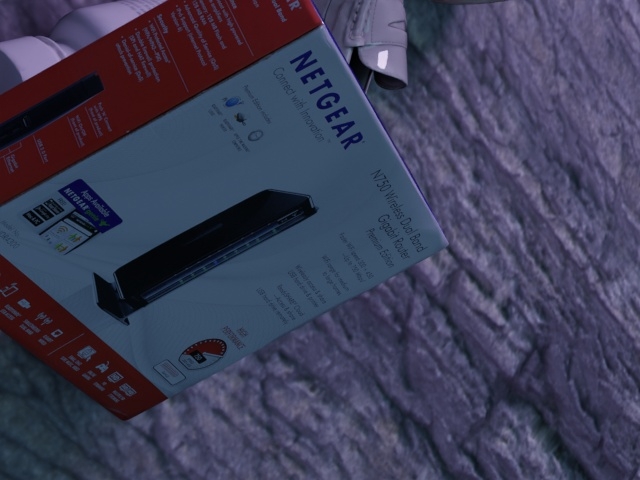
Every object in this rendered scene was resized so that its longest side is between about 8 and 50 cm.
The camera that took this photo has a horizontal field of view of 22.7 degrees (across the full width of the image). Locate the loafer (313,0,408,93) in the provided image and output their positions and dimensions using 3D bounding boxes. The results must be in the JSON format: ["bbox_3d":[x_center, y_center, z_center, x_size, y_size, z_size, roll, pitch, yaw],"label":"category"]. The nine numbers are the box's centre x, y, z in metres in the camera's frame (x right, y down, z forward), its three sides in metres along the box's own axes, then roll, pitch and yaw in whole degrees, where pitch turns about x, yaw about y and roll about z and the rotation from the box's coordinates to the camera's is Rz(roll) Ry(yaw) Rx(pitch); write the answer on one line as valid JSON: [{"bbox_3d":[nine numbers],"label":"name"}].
[{"bbox_3d":[0.028,-0.161,1.321,0.319,0.111,0.112,-65,165,4],"label":"loafer"}]

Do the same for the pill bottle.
[{"bbox_3d":[-0.136,-0.115,1.189,0.229,0.131,0.131,-17,117,-35],"label":"pill bottle"}]

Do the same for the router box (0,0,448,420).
[{"bbox_3d":[-0.093,-0.024,1.138,0.301,0.082,0.335,-29,150,5],"label":"router box"}]

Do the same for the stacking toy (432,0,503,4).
[{"bbox_3d":[0.130,-0.376,1.359,0.141,0.141,0.330,-23,113,-35],"label":"stacking toy"}]
